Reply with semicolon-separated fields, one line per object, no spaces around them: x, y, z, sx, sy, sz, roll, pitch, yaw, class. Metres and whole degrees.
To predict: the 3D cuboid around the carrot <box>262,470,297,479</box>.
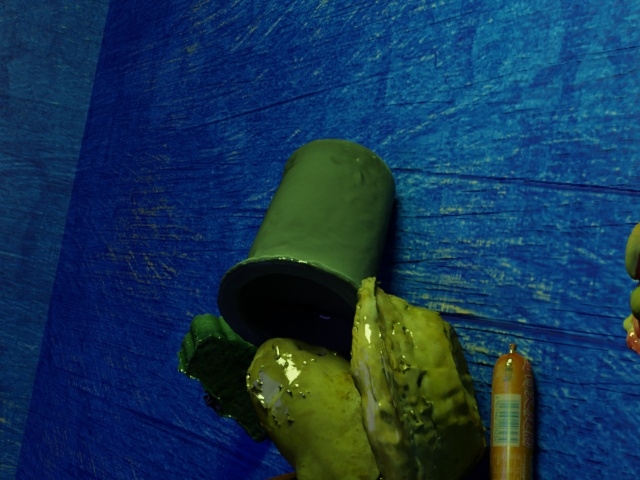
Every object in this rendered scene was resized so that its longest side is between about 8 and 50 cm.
-0.137;0.525;1.848;0.193;0.214;0.331;-19;66;59;carrot

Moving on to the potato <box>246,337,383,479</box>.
0.016;0.259;1.634;0.300;0.173;0.140;54;156;8;potato

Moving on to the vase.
0.000;0.000;1.744;0.245;0.245;0.291;-41;25;48;vase

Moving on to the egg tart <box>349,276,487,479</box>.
0.127;0.195;1.483;0.129;0.341;0.341;-17;54;11;egg tart

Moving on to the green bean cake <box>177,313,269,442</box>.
-0.153;0.230;1.998;0.193;0.208;0.107;-62;29;22;green bean cake

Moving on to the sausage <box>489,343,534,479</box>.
0.231;0.296;1.430;0.053;0.053;0.347;-21;61;57;sausage

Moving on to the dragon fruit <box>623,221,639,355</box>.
0.420;0.035;1.050;0.307;0.243;0.227;-5;44;23;dragon fruit
